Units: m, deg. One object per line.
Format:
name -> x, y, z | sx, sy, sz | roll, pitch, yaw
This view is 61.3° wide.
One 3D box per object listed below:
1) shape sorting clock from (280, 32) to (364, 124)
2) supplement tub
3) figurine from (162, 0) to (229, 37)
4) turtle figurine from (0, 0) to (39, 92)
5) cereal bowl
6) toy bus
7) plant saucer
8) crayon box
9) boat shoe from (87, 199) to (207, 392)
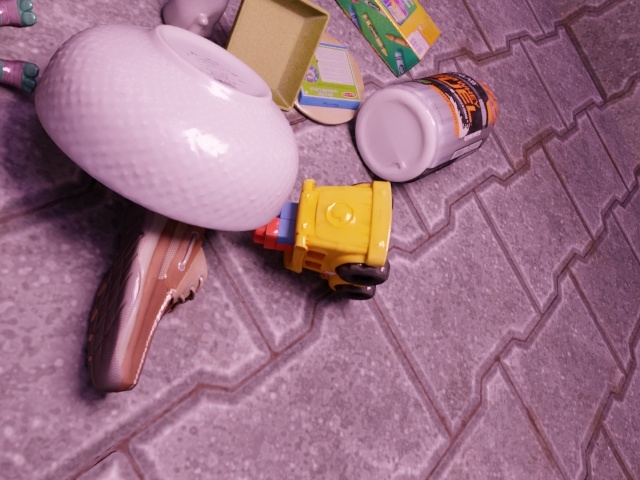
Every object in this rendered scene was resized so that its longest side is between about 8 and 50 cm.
shape sorting clock -> 0.000, -0.326, 1.075 | 0.206, 0.040, 0.206 | 13, 66, -30
supplement tub -> 0.235, -0.247, 1.138 | 0.316, 0.194, 0.193 | -28, 91, -45
figurine -> -0.183, -0.457, 0.859 | 0.093, 0.210, 0.214 | -8, 77, -42
turtle figurine -> -0.435, -0.220, 0.588 | 0.118, 0.175, 0.234 | 37, 32, 18
cereal bowl -> -0.166, -0.171, 0.698 | 0.339, 0.141, 0.339 | 30, 24, -15
toy bus -> 0.000, 0.000, 0.858 | 0.212, 0.220, 0.149 | 6, 68, -3
plant saucer -> -0.091, -0.334, 0.925 | 0.045, 0.188, 0.189 | 37, 22, 33
crayon box -> 0.151, -0.545, 1.274 | 0.278, 0.081, 0.165 | 47, 48, -14
boat shoe -> -0.200, 0.036, 0.693 | 0.117, 0.123, 0.324 | 27, 57, -32
